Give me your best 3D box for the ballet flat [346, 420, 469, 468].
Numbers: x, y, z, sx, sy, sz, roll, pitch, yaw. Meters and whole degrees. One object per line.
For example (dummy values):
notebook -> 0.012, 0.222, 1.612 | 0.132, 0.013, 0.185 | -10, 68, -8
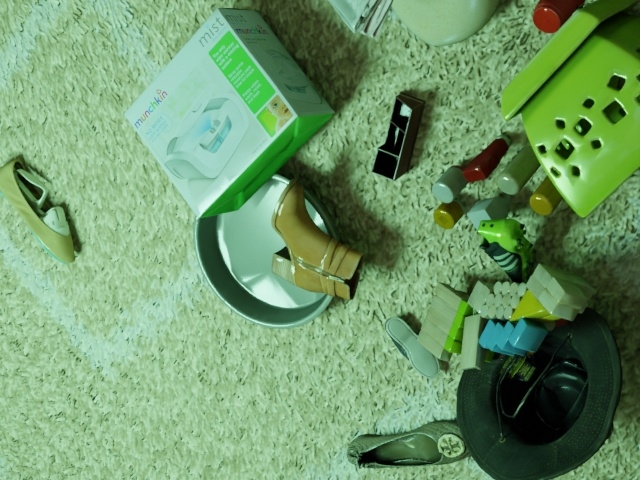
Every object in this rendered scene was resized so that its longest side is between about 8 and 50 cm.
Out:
ballet flat -> 0.151, 0.366, 2.110 | 0.250, 0.058, 0.084 | -11, 104, 32

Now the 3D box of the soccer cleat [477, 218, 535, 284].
soccer cleat -> 0.285, 0.014, 1.851 | 0.072, 0.060, 0.179 | 9, 156, 23

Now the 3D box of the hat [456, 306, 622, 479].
hat -> 0.365, 0.249, 1.862 | 0.134, 0.331, 0.331 | 31, 131, -31

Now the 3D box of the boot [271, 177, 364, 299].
boot -> 0.000, 0.000, 1.981 | 0.152, 0.073, 0.197 | 20, 129, 23

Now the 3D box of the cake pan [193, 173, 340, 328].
cake pan -> -0.086, 0.010, 2.106 | 0.293, 0.054, 0.293 | 11, 114, 26

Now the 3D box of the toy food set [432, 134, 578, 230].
toy food set -> 0.273, -0.091, 1.859 | 0.232, 0.104, 0.111 | -14, 116, 51

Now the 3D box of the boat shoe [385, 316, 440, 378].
boat shoe -> 0.154, 0.182, 2.049 | 0.046, 0.038, 0.125 | -44, 91, -7

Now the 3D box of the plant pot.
plant pot -> 0.392, -0.201, 1.649 | 0.207, 0.227, 0.228 | 47, 125, 7

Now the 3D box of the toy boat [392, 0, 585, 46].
toy boat -> 0.236, -0.384, 1.720 | 0.318, 0.148, 0.267 | 23, 142, 23

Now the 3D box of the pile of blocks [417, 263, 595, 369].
pile of blocks -> 0.294, 0.132, 1.841 | 0.362, 0.113, 0.148 | -17, 61, 60

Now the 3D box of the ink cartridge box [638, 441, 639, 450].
ink cartridge box -> 0.577, 0.375, 1.788 | 0.117, 0.201, 0.278 | -9, 104, 31

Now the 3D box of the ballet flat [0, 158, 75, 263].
ballet flat -> -0.539, -0.059, 2.323 | 0.073, 0.080, 0.232 | -43, 87, 19

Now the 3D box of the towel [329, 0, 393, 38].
towel -> 0.047, -0.501, 1.693 | 0.332, 0.053, 0.317 | 56, 134, 39

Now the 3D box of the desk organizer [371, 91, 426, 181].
desk organizer -> 0.123, -0.164, 1.920 | 0.047, 0.050, 0.130 | 23, 119, 20

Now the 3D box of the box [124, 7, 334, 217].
box -> -0.151, -0.209, 1.980 | 0.262, 0.127, 0.231 | -42, 77, 28
